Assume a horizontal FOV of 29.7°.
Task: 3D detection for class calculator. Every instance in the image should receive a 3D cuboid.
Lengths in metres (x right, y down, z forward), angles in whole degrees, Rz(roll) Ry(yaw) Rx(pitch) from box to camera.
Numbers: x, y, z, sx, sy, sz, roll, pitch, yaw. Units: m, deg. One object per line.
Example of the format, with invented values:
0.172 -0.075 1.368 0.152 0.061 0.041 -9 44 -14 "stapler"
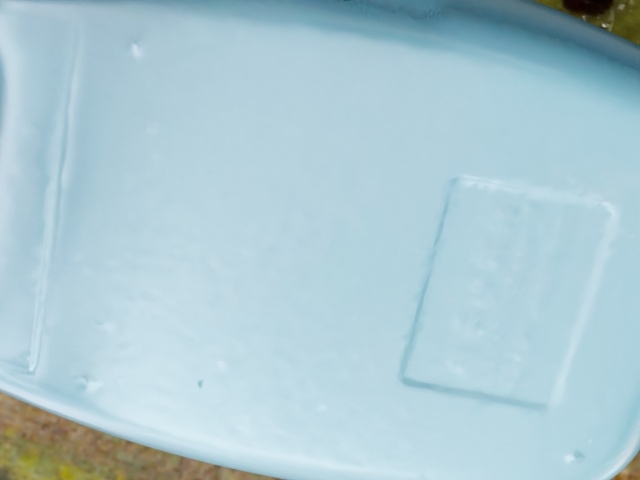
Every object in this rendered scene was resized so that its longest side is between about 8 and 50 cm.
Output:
0.000 0.000 0.547 0.387 0.256 0.054 11 -157 -2 "calculator"

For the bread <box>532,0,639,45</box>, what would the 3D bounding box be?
0.105 -0.052 0.686 0.138 0.077 0.361 44 129 11 "bread"
